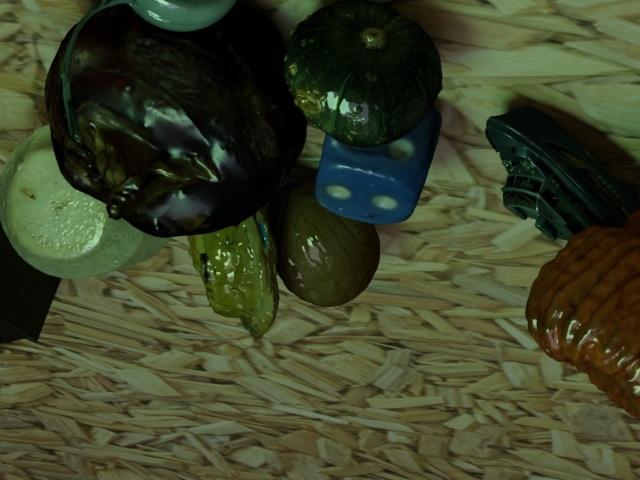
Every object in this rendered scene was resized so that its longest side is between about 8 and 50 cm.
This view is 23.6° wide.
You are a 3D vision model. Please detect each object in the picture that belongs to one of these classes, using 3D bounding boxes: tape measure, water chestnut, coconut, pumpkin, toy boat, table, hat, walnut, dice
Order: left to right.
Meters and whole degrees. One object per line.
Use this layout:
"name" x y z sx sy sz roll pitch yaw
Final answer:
"table" -0.611 0.046 2.544 0.282 0.196 0.251 -14 139 42
"coconut" -0.321 -0.067 2.186 0.237 0.237 0.266 6 -174 17
"tape measure" -0.186 -0.246 1.717 0.164 0.330 0.084 18 152 -5
"water chestnut" -0.198 -0.133 1.911 0.335 0.347 0.335 15 141 12
"walnut" 0.000 0.000 2.199 0.167 0.167 0.207 -1 137 28
"pumpkin" 0.049 -0.201 1.822 0.190 0.190 0.146 7 146 17
"dice" 0.071 -0.112 1.992 0.146 0.146 0.143 16 152 1
"toy boat" 0.311 -0.067 1.974 0.296 0.122 0.114 38 167 -28
"hat" 0.436 0.016 1.855 0.285 0.400 0.285 31 -179 -1

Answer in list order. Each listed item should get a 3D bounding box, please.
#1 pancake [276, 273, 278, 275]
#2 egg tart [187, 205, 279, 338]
"pancake" -0.131 0.022 2.432 0.152 0.025 0.151 13 151 7
"egg tart" -0.136 0.003 2.169 0.107 0.290 0.290 -13 153 -15
